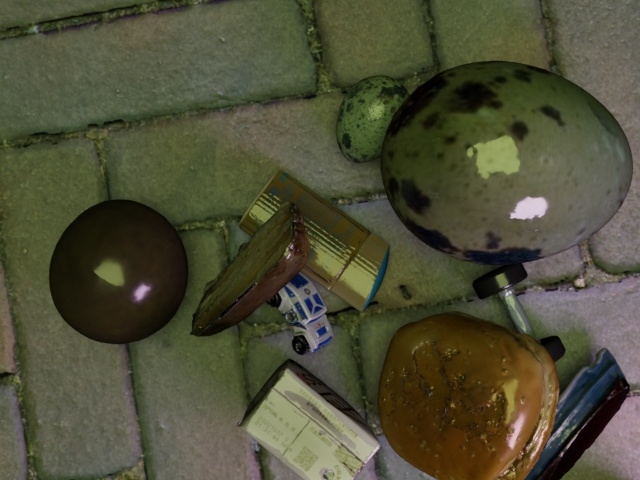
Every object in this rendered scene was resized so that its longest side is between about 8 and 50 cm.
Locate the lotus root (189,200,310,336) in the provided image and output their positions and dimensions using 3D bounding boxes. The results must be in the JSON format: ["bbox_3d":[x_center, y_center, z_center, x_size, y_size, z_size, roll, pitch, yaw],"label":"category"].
[{"bbox_3d":[-0.121,0.077,1.521,0.078,0.167,0.329,33,124,-21],"label":"lotus root"}]

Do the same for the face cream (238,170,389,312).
[{"bbox_3d":[0.000,0.000,1.579,0.285,0.067,0.139,35,79,5],"label":"face cream"}]

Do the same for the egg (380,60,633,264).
[{"bbox_3d":[0.316,-0.129,1.440,0.428,0.345,0.345,2,87,-13],"label":"egg"}]

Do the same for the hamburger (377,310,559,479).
[{"bbox_3d":[0.251,0.277,1.464,0.304,0.174,0.284,15,94,42],"label":"hamburger"}]

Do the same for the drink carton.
[{"bbox_3d":[-0.021,0.311,1.440,0.194,0.324,0.132,39,85,2],"label":"drink carton"}]

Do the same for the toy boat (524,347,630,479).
[{"bbox_3d":[0.425,0.316,1.524,0.309,0.129,0.142,-48,51,-3],"label":"toy boat"}]

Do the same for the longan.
[{"bbox_3d":[-0.357,0.057,1.516,0.258,0.258,0.258,0,87,3],"label":"longan"}]

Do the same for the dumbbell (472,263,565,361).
[{"bbox_3d":[0.362,0.140,1.541,0.100,0.100,0.191,-26,87,1],"label":"dumbbell"}]

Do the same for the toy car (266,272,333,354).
[{"bbox_3d":[-0.037,0.123,1.559,0.070,0.080,0.170,-33,85,39],"label":"toy car"}]

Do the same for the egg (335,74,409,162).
[{"bbox_3d":[0.096,-0.222,1.558,0.132,0.132,0.172,31,100,4],"label":"egg"}]
